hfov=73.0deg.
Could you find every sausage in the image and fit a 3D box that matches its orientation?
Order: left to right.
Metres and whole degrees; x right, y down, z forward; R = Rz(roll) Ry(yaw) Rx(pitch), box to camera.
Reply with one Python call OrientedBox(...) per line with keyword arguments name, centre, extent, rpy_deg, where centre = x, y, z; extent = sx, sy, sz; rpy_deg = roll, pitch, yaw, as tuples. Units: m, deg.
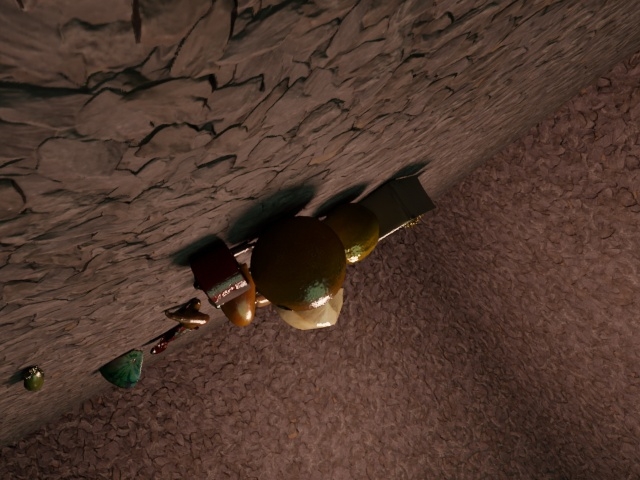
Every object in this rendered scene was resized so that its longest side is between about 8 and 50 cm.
OrientedBox(name="sausage", centre=(-0.269, 0.277, 2.412), extent=(0.253, 0.123, 0.123), rpy_deg=(-25, 171, -27))

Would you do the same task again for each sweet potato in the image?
OrientedBox(name="sweet potato", centre=(-0.487, 0.287, 1.597), extent=(0.050, 0.050, 0.214), rpy_deg=(-33, 154, 18))
OrientedBox(name="sweet potato", centre=(-0.523, 0.304, 1.752), extent=(0.108, 0.079, 0.346), rpy_deg=(-42, 172, -22))

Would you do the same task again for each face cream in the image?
OrientedBox(name="face cream", centre=(-0.222, 0.025, 1.239), extent=(0.083, 0.021, 0.040), rpy_deg=(-27, 173, -30))

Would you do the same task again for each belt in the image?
OrientedBox(name="belt", centre=(-0.261, 0.092, 1.105), extent=(0.124, 0.128, 0.201), rpy_deg=(-29, 169, -9))

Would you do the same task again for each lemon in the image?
OrientedBox(name="lemon", centre=(0.100, -0.027, 1.491), extent=(0.204, 0.204, 0.260), rpy_deg=(-37, -173, 39))

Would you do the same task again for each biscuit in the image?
OrientedBox(name="biscuit", centre=(-0.709, 0.464, 2.109), extent=(0.235, 0.063, 0.151), rpy_deg=(-33, 174, -5))

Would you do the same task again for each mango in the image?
OrientedBox(name="mango", centre=(-0.275, 0.184, 1.416), extent=(0.126, 0.154, 0.252), rpy_deg=(-21, 128, -20))

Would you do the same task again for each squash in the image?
OrientedBox(name="squash", centre=(-0.820, 0.396, 1.237), extent=(0.052, 0.052, 0.183), rpy_deg=(-25, 168, -41))

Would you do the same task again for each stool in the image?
OrientedBox(name="stool", centre=(0.280, -0.119, 1.738), extent=(0.244, 0.170, 0.270), rpy_deg=(-35, 172, 36))

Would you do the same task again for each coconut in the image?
OrientedBox(name="coconut", centre=(-0.053, 0.270, 2.212), extent=(0.344, 0.415, 0.415), rpy_deg=(-52, -174, -34))

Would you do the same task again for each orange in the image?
OrientedBox(name="orange", centre=(-0.063, 0.063, 1.208), extent=(0.274, 0.274, 0.274), rpy_deg=(-30, 173, -4))

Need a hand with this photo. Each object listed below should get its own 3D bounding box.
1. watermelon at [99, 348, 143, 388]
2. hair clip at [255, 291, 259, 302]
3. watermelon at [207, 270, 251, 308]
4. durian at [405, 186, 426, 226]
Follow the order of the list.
OrientedBox(name="watermelon", centre=(-0.902, 0.611, 1.991), extent=(0.231, 0.146, 0.128), rpy_deg=(-32, 173, 29))
OrientedBox(name="hair clip", centre=(-0.339, 0.217, 1.769), extent=(0.214, 0.056, 0.062), rpy_deg=(2, 160, 31))
OrientedBox(name="watermelon", centre=(-0.334, 0.149, 1.498), extent=(0.187, 0.071, 0.139), rpy_deg=(-46, 152, 4))
OrientedBox(name="durian", centre=(0.369, -0.148, 1.947), extent=(0.138, 0.193, 0.237), rpy_deg=(-7, 147, -24))
